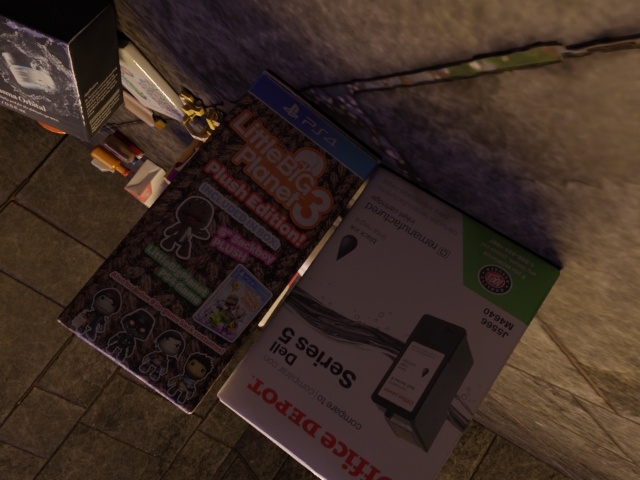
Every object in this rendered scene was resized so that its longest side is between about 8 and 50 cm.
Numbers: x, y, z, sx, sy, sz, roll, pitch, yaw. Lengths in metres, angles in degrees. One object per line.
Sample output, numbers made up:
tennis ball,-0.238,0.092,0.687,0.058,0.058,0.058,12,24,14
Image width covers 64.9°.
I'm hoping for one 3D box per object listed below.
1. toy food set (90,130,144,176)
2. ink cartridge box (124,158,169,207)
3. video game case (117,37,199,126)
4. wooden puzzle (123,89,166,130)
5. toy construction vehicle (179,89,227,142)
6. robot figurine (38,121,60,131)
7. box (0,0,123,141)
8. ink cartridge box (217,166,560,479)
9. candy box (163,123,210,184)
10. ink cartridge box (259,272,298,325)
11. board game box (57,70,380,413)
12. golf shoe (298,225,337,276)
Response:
toy food set,-0.576,-0.234,1.443,0.104,0.111,0.232,39,166,-16
ink cartridge box,-0.512,-0.153,1.583,0.067,0.115,0.198,31,168,18
video game case,-0.269,-0.240,0.743,0.143,0.019,0.157,28,166,34
wooden puzzle,-0.338,-0.247,0.942,0.116,0.014,0.078,38,164,-15
toy construction vehicle,-0.158,-0.160,0.704,0.098,0.035,0.086,35,169,5
robot figurine,-0.573,-0.305,1.107,0.158,0.128,0.219,17,176,-25
box,-0.334,-0.225,0.600,0.156,0.093,0.158,23,145,-2
ink cartridge box,0.066,0.099,0.499,0.198,0.272,0.115,33,169,14
candy box,-0.127,-0.079,0.761,0.187,0.109,0.053,35,169,6
ink cartridge box,-0.167,0.010,0.996,0.117,0.207,0.283,23,163,42
board game box,-0.102,0.006,0.557,0.141,0.291,0.232,38,168,-5
golf shoe,0.099,0.058,0.708,0.306,0.115,0.140,30,160,-8
